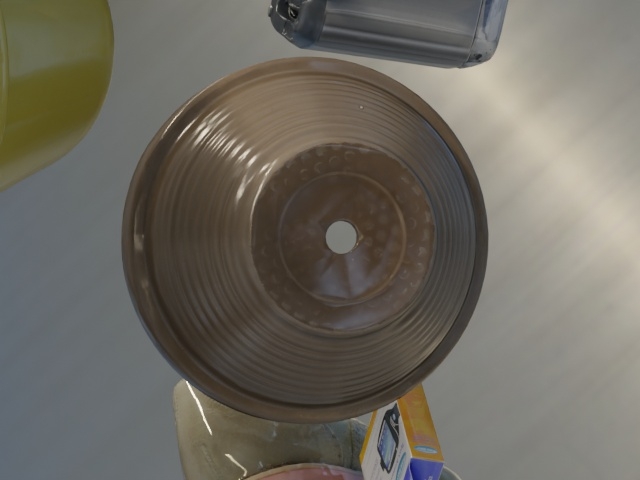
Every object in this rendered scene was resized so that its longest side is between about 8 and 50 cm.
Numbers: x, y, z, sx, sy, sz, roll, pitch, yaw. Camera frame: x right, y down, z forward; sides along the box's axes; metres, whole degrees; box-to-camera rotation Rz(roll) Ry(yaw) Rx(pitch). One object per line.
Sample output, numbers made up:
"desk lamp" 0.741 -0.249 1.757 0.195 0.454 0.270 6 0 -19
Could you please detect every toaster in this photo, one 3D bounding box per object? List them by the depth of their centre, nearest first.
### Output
"toaster" 0.052 -0.193 1.438 0.227 0.146 0.129 -137 57 -78

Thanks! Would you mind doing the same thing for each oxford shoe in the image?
"oxford shoe" 0.015 0.176 1.559 0.140 0.146 0.397 -31 -22 14

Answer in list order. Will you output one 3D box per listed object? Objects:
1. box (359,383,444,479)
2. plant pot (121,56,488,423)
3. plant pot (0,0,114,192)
"box" 0.056 0.156 1.370 0.136 0.028 0.081 -106 28 -61
"plant pot" 0.000 0.000 1.230 0.237 0.237 0.110 -47 9 -9
"plant pot" -0.247 -0.103 1.103 0.254 0.254 0.239 -33 -9 30
